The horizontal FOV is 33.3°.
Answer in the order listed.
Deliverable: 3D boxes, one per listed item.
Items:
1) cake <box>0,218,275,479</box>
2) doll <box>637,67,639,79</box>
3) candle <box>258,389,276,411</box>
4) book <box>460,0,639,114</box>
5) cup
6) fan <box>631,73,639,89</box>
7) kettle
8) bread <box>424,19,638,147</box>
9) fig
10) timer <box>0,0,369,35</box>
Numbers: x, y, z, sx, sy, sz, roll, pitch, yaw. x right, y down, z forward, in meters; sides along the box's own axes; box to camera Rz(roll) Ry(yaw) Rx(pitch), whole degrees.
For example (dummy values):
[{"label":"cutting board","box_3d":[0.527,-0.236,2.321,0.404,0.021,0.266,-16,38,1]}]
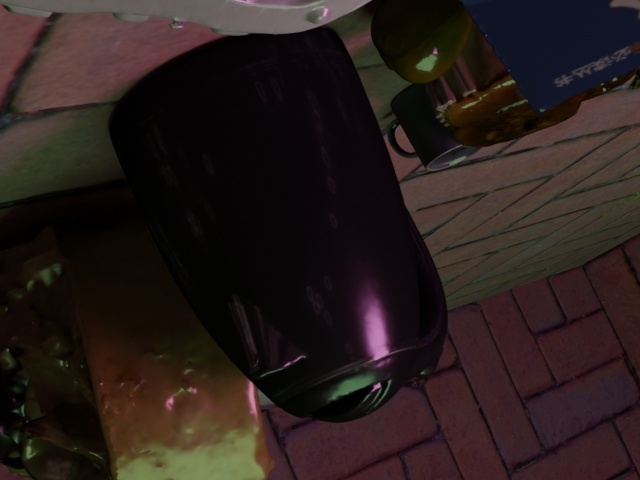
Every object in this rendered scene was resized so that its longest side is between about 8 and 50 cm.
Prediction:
[{"label":"cake","box_3d":[-0.236,0.144,1.014,0.321,0.332,0.332,-12,166,-14]},{"label":"doll","box_3d":[0.454,-0.240,1.105,0.258,0.194,0.153,-1,145,34]},{"label":"candle","box_3d":[-0.040,0.068,1.267,0.343,0.221,0.221,-30,166,27]},{"label":"book","box_3d":[0.191,-0.231,0.576,0.300,0.039,0.428,-27,152,17]},{"label":"cup","box_3d":[0.114,-0.114,1.098,0.100,0.077,0.078,-32,165,36]},{"label":"fan","box_3d":[0.540,-0.277,1.355,0.335,0.011,0.230,-30,166,35]},{"label":"kettle","box_3d":[0.000,0.000,0.876,0.207,0.290,0.268,-34,166,36]},{"label":"bread","box_3d":[0.187,-0.162,0.953,0.192,0.109,0.210,-25,168,12]},{"label":"fig","box_3d":[0.083,-0.166,0.834,0.088,0.074,0.074,-41,169,-4]},{"label":"timer","box_3d":[-0.046,-0.170,0.422,0.262,0.087,0.237,0,154,-28]}]
